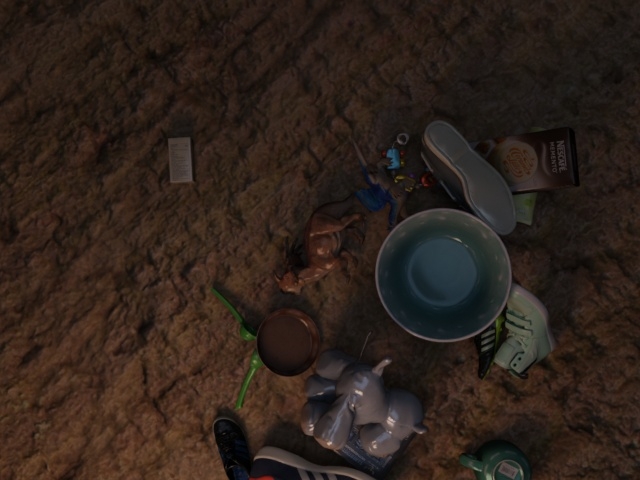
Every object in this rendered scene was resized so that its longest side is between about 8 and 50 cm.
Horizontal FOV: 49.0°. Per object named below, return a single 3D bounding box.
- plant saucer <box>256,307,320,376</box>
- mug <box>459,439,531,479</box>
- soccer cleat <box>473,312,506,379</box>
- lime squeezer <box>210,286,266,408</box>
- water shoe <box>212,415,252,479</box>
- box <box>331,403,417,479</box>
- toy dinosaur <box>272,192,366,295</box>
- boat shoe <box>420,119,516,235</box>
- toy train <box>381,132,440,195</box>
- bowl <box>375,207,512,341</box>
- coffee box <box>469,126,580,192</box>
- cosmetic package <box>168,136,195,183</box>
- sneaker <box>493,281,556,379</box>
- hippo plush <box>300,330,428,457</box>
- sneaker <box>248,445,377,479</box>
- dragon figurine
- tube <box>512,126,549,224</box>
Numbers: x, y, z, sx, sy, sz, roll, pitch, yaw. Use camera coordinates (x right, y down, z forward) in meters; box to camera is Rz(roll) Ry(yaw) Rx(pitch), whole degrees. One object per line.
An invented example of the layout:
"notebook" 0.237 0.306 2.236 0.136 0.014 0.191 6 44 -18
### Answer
"plant saucer" -0.083 0.253 1.739 0.168 0.029 0.168 4 80 -21
"mug" 0.431 0.561 1.702 0.158 0.097 0.129 -19 86 -1
"soccer cleat" 0.408 0.256 1.747 0.072 0.060 0.179 15 80 11
"lime squeezer" -0.191 0.258 1.761 0.110 0.059 0.310 -14 87 30
"water shoe" -0.209 0.527 1.720 0.073 0.080 0.203 -24 86 -1
"box" 0.104 0.456 1.731 0.233 0.059 0.183 36 85 3
"toy dinosaur" 0.000 0.000 1.737 0.200 0.127 0.295 14 81 8
"boat shoe" 0.349 -0.140 1.683 0.116 0.099 0.319 -33 81 -21
"toy train" 0.228 -0.184 1.782 0.125 0.046 0.166 -40 90 -3
"bowl" 0.293 0.078 1.690 0.311 0.163 0.311 0 91 9
"coffee box" 0.489 -0.185 1.702 0.246 0.098 0.141 -7 86 27
"cosmetic package" -0.353 -0.203 1.789 0.060 0.041 0.115 -2 86 1
"sneaker" 0.466 0.223 1.665 0.151 0.094 0.256 -42 123 -15
"hippo plush" 0.115 0.368 1.636 0.236 0.234 0.294 30 101 -27
"sneaker" -0.006 0.613 1.667 0.350 0.131 0.148 12 52 10
"dragon figurine" 0.144 -0.128 1.742 0.289 0.144 0.085 43 56 10
"tube" 0.523 -0.164 1.770 0.062 0.070 0.240 17 92 -34
